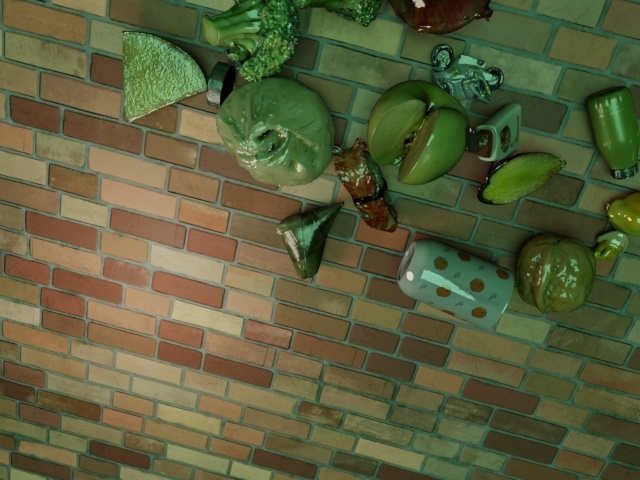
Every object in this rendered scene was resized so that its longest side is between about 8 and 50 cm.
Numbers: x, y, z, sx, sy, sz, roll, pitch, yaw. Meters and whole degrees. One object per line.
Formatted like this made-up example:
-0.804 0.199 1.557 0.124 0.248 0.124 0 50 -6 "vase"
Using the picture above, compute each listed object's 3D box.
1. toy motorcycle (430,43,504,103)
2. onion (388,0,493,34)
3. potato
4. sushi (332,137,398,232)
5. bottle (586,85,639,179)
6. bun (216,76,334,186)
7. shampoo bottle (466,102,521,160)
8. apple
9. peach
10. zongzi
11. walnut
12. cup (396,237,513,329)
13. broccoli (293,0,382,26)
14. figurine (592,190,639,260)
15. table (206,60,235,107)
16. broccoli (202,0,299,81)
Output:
0.409 -0.465 1.396 0.225 0.073 0.152 24 112 -1 "toy motorcycle"
0.319 -0.703 1.205 0.354 0.353 0.353 2 110 6 "onion"
-0.463 -0.488 1.467 0.256 0.112 0.269 7 114 0 "potato"
0.146 -0.161 1.488 0.124 0.129 0.332 -19 128 18 "sushi"
0.859 -0.306 1.382 0.112 0.112 0.260 -20 107 13 "bottle"
-0.123 -0.322 1.429 0.362 0.234 0.326 40 104 -16 "bun"
0.487 -0.294 1.347 0.071 0.284 0.153 16 118 36 "shampoo bottle"
0.273 -0.302 1.358 0.292 0.291 0.254 21 140 -2 "apple"
0.599 -0.206 1.446 0.280 0.068 0.189 -17 142 -2 "peach"
0.000 0.000 1.591 0.242 0.112 0.220 -18 106 11 "zongzi"
0.730 0.111 1.492 0.225 0.257 0.256 13 115 37 "walnut"
0.422 0.128 1.538 0.318 0.212 0.212 24 111 -2 "cup"
0.028 -0.678 1.282 0.275 0.198 0.177 -11 134 -23 "broccoli"
0.942 -0.046 1.471 0.156 0.131 0.246 25 123 13 "figurine"
-0.300 -0.468 1.441 0.043 0.133 0.133 18 111 -1 "table"
-0.172 -0.569 1.303 0.235 0.259 0.288 35 147 -8 "broccoli"
